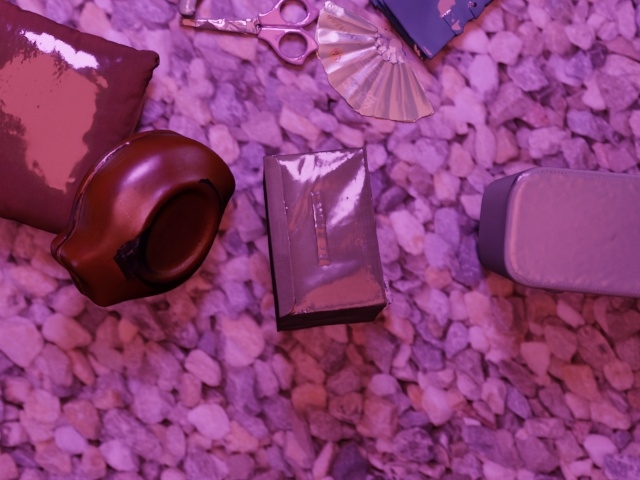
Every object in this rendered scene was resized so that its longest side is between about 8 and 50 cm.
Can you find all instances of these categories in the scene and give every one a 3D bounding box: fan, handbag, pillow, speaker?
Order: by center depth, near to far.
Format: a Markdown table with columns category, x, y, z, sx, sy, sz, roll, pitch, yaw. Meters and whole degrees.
| category | x | y | z | sx | sy | sz | roll | pitch | yaw |
| --- | --- | --- | --- | --- | --- | --- | --- | --- | --- |
| pillow | -0.418 | -0.171 | 1.360 | 0.305 | 0.108 | 0.308 | 18 | 90 | -11 |
| speaker | 0.447 | -0.006 | 1.446 | 0.406 | 0.184 | 0.183 | 5 | 92 | -8 |
| handbag | 0.198 | -0.398 | 1.468 | 0.221 | 0.057 | 0.144 | -45 | 104 | -5 |
| fan | 0.078 | -0.266 | 1.477 | 0.240 | 0.009 | 0.131 | 44 | 88 | -7 |

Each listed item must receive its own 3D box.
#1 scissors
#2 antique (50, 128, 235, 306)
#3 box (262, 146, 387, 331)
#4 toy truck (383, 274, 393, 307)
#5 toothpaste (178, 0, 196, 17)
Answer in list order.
| category | x | y | z | sx | sy | sz | roll | pitch | yaw |
| --- | --- | --- | --- | --- | --- | --- | --- | --- | --- |
| scissors | -0.107 | -0.324 | 1.442 | 0.212 | 0.021 | 0.110 | 2 | 90 | -9 |
| antique | -0.237 | -0.030 | 1.348 | 0.278 | 0.129 | 0.224 | -42 | 138 | -25 |
| box | 0.000 | 0.000 | 1.372 | 0.148 | 0.155 | 0.231 | -6 | 76 | -5 |
| toy truck | 0.046 | 0.079 | 1.463 | 0.123 | 0.052 | 0.063 | -7 | 87 | -6 |
| toothpaste | -0.184 | -0.438 | 1.421 | 0.061 | 0.037 | 0.216 | 9 | 86 | -7 |
